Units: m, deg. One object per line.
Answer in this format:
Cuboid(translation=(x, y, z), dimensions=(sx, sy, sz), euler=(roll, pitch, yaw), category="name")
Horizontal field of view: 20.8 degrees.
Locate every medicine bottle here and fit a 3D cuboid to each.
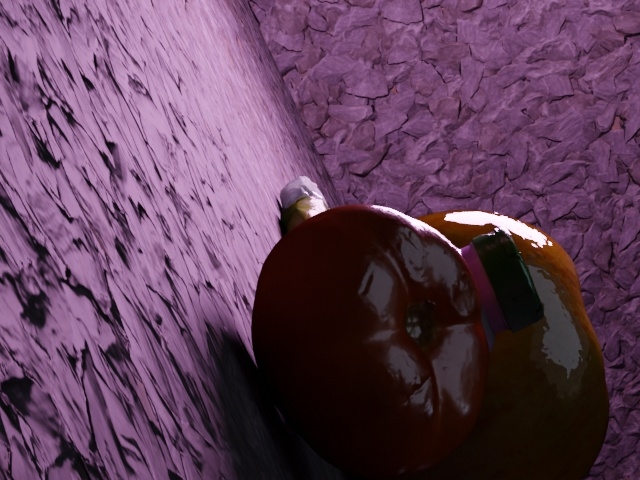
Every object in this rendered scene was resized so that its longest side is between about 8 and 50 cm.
Cuboid(translation=(0.090, 0.085, 1.816), dimensions=(0.133, 0.274, 0.133), euler=(-22, 90, -86), category="medicine bottle")

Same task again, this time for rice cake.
Cuboid(translation=(0.000, -0.001, 2.559), dimensions=(0.069, 0.063, 0.206), euler=(-118, -178, -58), category="rice cake")

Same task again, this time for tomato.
Cuboid(translation=(0.042, 0.098, 1.635), dimensions=(0.259, 0.180, 0.260), euler=(22, 58, -40), category="tomato")

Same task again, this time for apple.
Cuboid(translation=(0.178, 0.148, 2.080), dimensions=(0.400, 0.333, 0.400), euler=(56, 13, -19), category="apple")

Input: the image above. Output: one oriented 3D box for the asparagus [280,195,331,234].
Cuboid(translation=(0.007, 0.048, 2.339), dimensions=(0.343, 0.082, 0.085), euler=(-107, -152, -51), category="asparagus")
